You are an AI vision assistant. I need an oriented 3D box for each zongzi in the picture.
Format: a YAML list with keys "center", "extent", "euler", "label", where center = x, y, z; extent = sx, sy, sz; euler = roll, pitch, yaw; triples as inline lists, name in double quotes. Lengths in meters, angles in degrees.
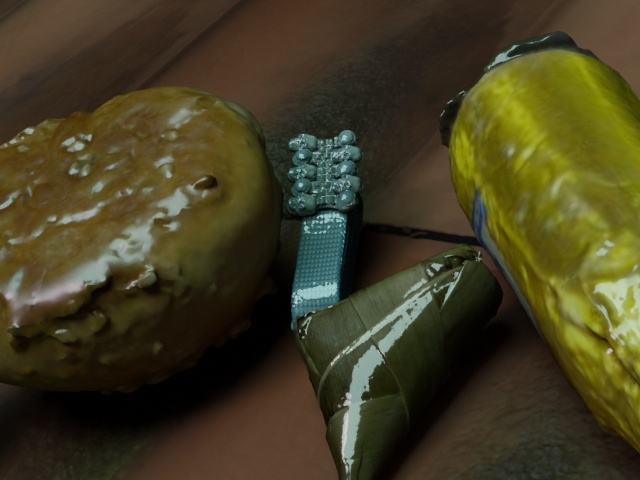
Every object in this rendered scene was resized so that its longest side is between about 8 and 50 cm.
- center: [0.068, 0.092, 1.010]
  extent: [0.160, 0.078, 0.176]
  euler: [-31, 36, 11]
  label: "zongzi"

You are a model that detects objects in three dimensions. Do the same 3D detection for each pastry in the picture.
- center: [-0.173, 0.015, 1.204]
  extent: [0.316, 0.184, 0.284]
  euler: [-22, 42, 6]
  label: "pastry"

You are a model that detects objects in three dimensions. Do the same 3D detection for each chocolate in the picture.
- center: [0.200, 0.019, 0.945]
  extent: [0.162, 0.162, 0.445]
  euler: [-23, 32, 5]
  label: "chocolate"

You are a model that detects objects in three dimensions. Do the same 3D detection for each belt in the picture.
- center: [0.005, 0.000, 1.179]
  extent: [0.065, 0.100, 0.179]
  euler: [-3, 39, 7]
  label: "belt"
